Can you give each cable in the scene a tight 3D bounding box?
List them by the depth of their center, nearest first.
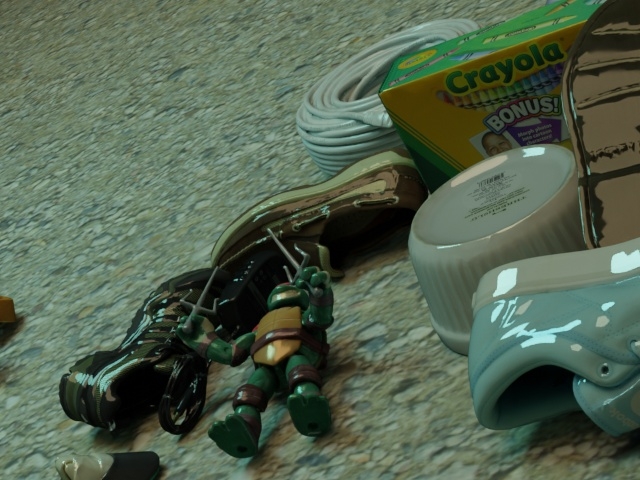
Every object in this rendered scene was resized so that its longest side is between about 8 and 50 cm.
[{"bbox_3d":[0.097,-0.168,2.197,0.257,0.089,0.257,-2,33,49],"label":"cable"}]

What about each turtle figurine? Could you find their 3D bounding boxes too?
[{"bbox_3d":[-0.042,0.093,1.771,0.175,0.118,0.234,-35,34,26],"label":"turtle figurine"}]

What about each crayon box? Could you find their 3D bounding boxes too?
[{"bbox_3d":[0.219,-0.140,1.886,0.278,0.165,0.081,-18,25,27],"label":"crayon box"}]

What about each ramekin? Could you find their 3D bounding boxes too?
[{"bbox_3d":[0.178,0.002,1.711,0.207,0.109,0.207,-25,23,11],"label":"ramekin"}]

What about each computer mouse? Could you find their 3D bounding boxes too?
[{"bbox_3d":[-0.100,0.100,1.887,0.041,0.071,0.242,-3,38,41],"label":"computer mouse"}]

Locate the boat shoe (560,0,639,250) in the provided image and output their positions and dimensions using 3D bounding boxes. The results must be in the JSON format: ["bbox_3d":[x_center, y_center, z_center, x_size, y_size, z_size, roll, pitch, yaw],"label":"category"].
[{"bbox_3d":[0.272,-0.075,1.633,0.110,0.104,0.307,-4,56,22],"label":"boat shoe"}]

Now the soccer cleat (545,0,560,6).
[{"bbox_3d":[0.292,-0.238,2.121,0.116,0.108,0.318,-37,14,42],"label":"soccer cleat"}]

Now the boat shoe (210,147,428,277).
[{"bbox_3d":[-0.004,-0.004,1.971,0.257,0.095,0.095,-30,43,20],"label":"boat shoe"}]

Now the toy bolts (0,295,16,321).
[{"bbox_3d":[-0.468,0.140,2.223,0.218,0.158,0.228,7,1,-19],"label":"toy bolts"}]

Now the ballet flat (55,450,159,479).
[{"bbox_3d":[-0.241,0.244,1.746,0.203,0.074,0.074,-37,24,-19],"label":"ballet flat"}]

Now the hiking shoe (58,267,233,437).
[{"bbox_3d":[-0.153,0.120,1.917,0.227,0.086,0.114,-43,41,-22],"label":"hiking shoe"}]

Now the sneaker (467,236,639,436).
[{"bbox_3d":[0.268,0.080,1.436,0.366,0.135,0.150,-17,52,43],"label":"sneaker"}]
